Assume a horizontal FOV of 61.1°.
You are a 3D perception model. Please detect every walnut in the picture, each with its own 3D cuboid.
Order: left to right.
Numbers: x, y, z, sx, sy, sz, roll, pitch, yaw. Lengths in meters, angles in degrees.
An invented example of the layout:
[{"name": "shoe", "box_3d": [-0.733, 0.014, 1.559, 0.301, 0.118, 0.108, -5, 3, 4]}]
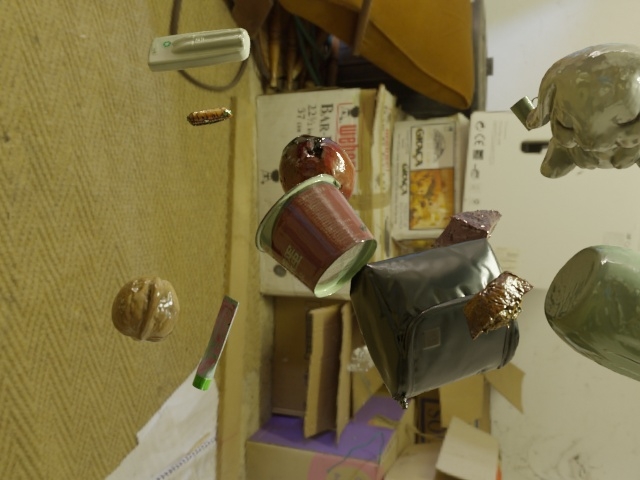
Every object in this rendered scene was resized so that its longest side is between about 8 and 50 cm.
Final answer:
[{"name": "walnut", "box_3d": [-0.409, 0.160, 1.281, 0.167, 0.149, 0.166, 23, 43, -23]}]

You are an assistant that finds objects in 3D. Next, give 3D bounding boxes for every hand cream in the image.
[{"name": "hand cream", "box_3d": [-0.306, 0.298, 1.583, 0.050, 0.079, 0.275, 25, 85, -65]}]

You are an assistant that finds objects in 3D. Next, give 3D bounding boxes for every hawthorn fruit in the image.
[{"name": "hawthorn fruit", "box_3d": [-0.019, -0.245, 2.014, 0.316, 0.316, 0.315, 1, 90, -70]}]

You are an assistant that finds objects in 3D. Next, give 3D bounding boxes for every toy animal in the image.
[{"name": "toy animal", "box_3d": [0.468, -0.223, 0.908, 0.265, 0.272, 0.205, 22, 76, -53]}]

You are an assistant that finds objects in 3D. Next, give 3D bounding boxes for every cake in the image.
[{"name": "cake", "box_3d": [0.403, -0.011, 1.384, 0.295, 0.113, 0.115, -13, 133, -54]}]

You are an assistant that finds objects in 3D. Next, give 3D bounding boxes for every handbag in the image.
[{"name": "handbag", "box_3d": [0.237, 0.150, 1.047, 0.178, 0.302, 0.275, 115, -40, -59]}]

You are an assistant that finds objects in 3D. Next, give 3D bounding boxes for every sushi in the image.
[{"name": "sushi", "box_3d": [0.225, 0.082, 0.685, 0.060, 0.118, 0.061, 52, -10, 14]}]

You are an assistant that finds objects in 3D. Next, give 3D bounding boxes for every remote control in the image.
[{"name": "remote control", "box_3d": [-0.275, -0.432, 1.218, 0.049, 0.230, 0.090, 70, 16, -62]}]

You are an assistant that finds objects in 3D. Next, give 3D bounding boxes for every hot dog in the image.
[{"name": "hot dog", "box_3d": [-0.295, -0.328, 1.447, 0.049, 0.122, 0.037, 114, -39, -68]}]

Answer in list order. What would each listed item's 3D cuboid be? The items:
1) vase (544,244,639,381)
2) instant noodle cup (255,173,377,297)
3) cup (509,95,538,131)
[{"name": "vase", "box_3d": [0.374, 0.103, 0.578, 0.128, 0.248, 0.128, -62, 180, 1]}, {"name": "instant noodle cup", "box_3d": [0.000, 0.000, 1.182, 0.235, 0.178, 0.234, -34, 156, -17]}, {"name": "cup", "box_3d": [0.566, -0.347, 1.467, 0.083, 0.075, 0.054, 56, -21, 6]}]
